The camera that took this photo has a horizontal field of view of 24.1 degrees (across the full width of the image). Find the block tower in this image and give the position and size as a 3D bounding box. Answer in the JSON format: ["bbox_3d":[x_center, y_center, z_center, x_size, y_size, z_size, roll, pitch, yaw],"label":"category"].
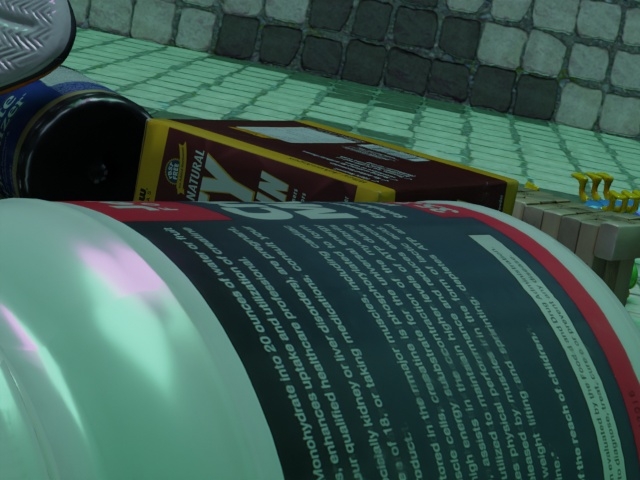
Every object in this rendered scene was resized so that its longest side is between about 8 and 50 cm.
[{"bbox_3d":[0.116,-0.012,1.302,0.335,0.097,0.091,16,13,33],"label":"block tower"}]

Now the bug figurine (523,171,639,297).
[{"bbox_3d":[0.282,0.007,1.417,0.216,0.072,0.279,0,19,-20],"label":"bug figurine"}]

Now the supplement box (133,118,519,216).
[{"bbox_3d":[0.000,0.000,1.033,0.191,0.129,0.194,19,14,31],"label":"supplement box"}]

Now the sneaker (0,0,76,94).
[{"bbox_3d":[-0.322,-0.138,1.196,0.321,0.125,0.180,-3,-16,15],"label":"sneaker"}]

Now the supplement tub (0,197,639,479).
[{"bbox_3d":[-0.035,0.083,0.447,0.191,0.191,0.272,21,15,41],"label":"supplement tub"}]

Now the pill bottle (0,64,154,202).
[{"bbox_3d":[-0.214,-0.078,1.225,0.122,0.123,0.219,5,13,-29],"label":"pill bottle"}]
